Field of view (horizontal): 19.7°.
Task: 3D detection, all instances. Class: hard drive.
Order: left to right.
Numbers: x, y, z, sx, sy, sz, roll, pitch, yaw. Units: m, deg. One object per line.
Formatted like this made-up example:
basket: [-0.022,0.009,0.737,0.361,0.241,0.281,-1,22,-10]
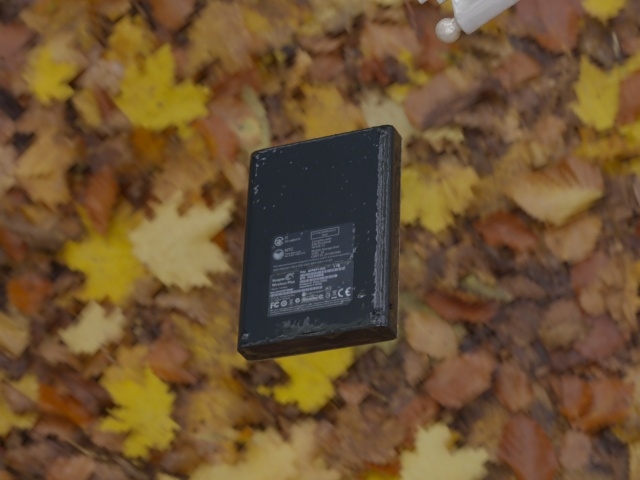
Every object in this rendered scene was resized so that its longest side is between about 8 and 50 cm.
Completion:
hard drive: [0.000,0.000,1.074,0.094,0.022,0.135,-10,58,22]

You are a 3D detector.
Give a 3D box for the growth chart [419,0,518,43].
growth chart: [0.085,-0.247,1.166,0.172,0.021,0.237,-43,65,29]
